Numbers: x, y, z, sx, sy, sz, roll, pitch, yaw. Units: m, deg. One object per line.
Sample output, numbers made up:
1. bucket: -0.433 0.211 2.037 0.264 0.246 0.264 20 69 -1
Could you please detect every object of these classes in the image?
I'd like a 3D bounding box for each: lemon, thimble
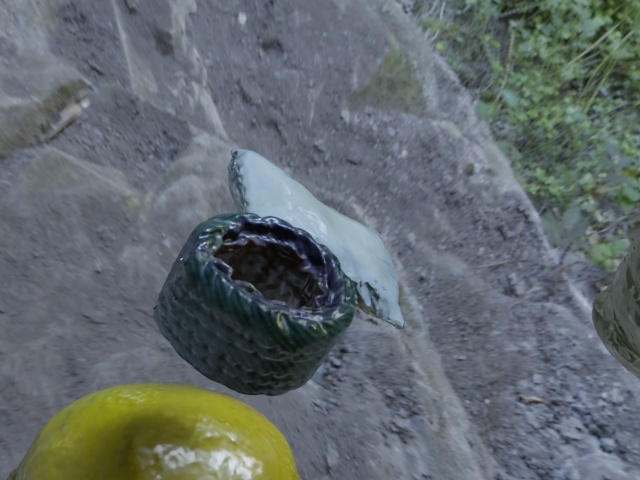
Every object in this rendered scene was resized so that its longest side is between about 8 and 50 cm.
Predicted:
1. lemon: -0.140 0.243 0.917 0.288 0.233 0.233 10 83 -10
2. thimble: -0.047 0.045 0.753 0.135 0.118 0.090 30 127 -4

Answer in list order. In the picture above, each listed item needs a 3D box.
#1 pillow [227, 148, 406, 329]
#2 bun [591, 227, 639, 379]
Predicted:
1. pillow: 0.000 0.000 0.948 0.051 0.229 0.128 -36 48 22
2. bun: 0.390 -0.013 0.781 0.219 0.365 0.365 40 82 18
